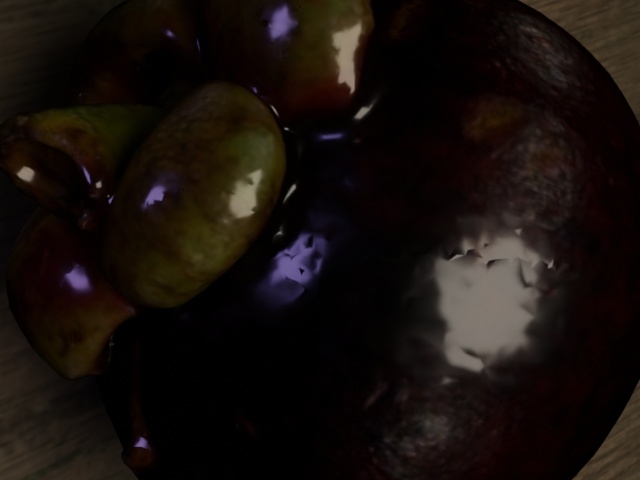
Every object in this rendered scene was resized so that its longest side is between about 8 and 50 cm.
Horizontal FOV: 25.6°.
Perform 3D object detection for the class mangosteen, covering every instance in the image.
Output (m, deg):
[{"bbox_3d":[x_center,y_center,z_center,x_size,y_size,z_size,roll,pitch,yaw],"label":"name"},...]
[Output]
[{"bbox_3d":[0.000,0.000,0.685,0.347,0.307,0.307,34,75,-34],"label":"mangosteen"}]
